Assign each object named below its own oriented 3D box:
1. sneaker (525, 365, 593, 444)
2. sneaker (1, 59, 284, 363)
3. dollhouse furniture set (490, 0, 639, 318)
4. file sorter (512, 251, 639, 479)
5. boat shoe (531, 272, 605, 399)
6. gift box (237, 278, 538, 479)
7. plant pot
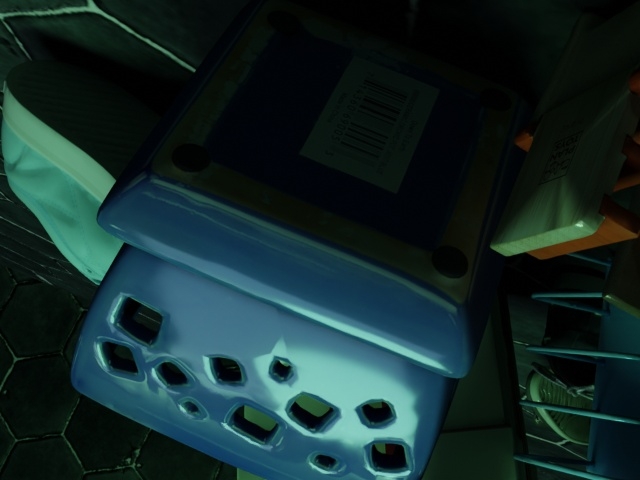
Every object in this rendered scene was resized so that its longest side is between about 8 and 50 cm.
[{"bbox_3d":[0.307,0.220,1.085,0.222,0.083,0.118,34,162,-36],"label":"sneaker"},{"bbox_3d":[-0.145,-0.005,0.727,0.366,0.135,0.150,43,134,21],"label":"sneaker"},{"bbox_3d":[0.221,-0.003,0.386,0.259,0.135,0.262,27,164,-12],"label":"dollhouse furniture set"},{"bbox_3d":[0.212,0.085,0.579,0.104,0.170,0.118,13,171,-28],"label":"file sorter"},{"bbox_3d":[0.260,0.112,0.805,0.095,0.079,0.254,17,163,21],"label":"boat shoe"},{"bbox_3d":[0.084,0.156,0.766,0.255,0.258,0.276,-12,154,20],"label":"gift box"},{"bbox_3d":[0.000,0.000,0.516,0.235,0.236,0.212,22,141,4],"label":"plant pot"}]
